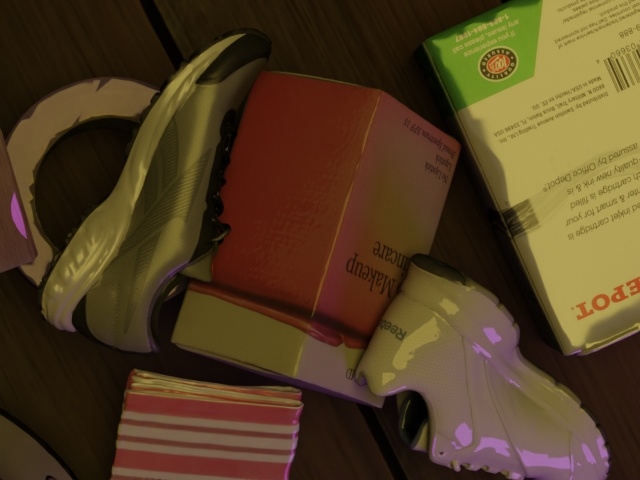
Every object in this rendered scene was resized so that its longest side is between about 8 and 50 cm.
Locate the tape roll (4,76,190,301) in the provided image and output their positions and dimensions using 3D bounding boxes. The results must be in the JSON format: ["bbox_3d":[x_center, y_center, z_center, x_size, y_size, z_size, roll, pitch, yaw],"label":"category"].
[{"bbox_3d":[-0.171,-0.034,1.301,0.189,0.080,0.189,0,88,-12],"label":"tape roll"}]

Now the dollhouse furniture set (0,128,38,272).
[{"bbox_3d":[-0.404,-0.029,1.127,0.355,0.174,0.303,-21,130,-16],"label":"dollhouse furniture set"}]

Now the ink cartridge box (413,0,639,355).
[{"bbox_3d":[0.232,-0.075,1.349,0.211,0.121,0.289,-24,93,-1],"label":"ink cartridge box"}]

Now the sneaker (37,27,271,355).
[{"bbox_3d":[-0.105,-0.037,1.218,0.108,0.100,0.271,29,89,5],"label":"sneaker"}]

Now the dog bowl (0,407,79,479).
[{"bbox_3d":[-0.351,0.308,1.185,0.408,0.150,0.408,-1,96,-8],"label":"dog bowl"}]

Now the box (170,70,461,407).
[{"bbox_3d":[0.000,0.000,1.278,0.126,0.148,0.232,13,83,33],"label":"box"}]

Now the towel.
[{"bbox_3d":[-0.100,0.198,1.298,0.144,0.029,0.197,8,114,-10],"label":"towel"}]

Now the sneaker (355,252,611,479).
[{"bbox_3d":[0.129,0.137,1.307,0.129,0.111,0.297,-50,123,-9],"label":"sneaker"}]
